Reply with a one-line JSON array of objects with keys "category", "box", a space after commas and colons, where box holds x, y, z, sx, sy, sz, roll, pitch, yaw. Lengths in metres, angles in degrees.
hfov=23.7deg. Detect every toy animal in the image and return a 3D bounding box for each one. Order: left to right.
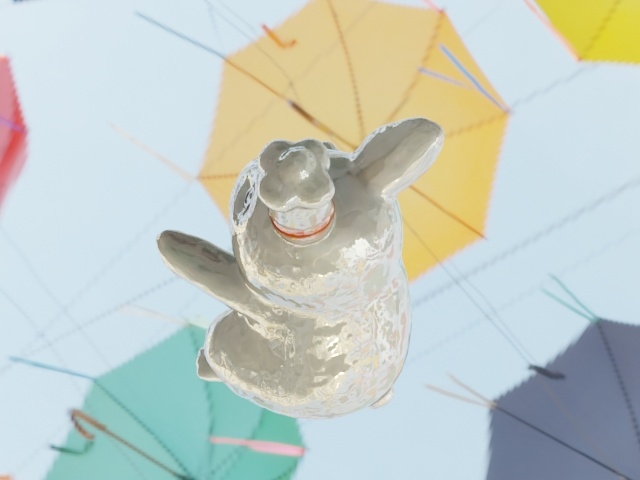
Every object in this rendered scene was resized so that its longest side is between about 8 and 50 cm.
[{"category": "toy animal", "box": [-0.009, -0.003, 0.933, 0.140, 0.282, 0.138, -39, -122, -24]}]
